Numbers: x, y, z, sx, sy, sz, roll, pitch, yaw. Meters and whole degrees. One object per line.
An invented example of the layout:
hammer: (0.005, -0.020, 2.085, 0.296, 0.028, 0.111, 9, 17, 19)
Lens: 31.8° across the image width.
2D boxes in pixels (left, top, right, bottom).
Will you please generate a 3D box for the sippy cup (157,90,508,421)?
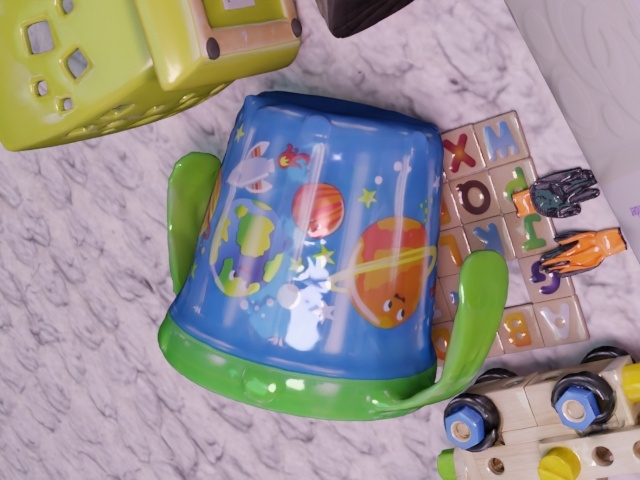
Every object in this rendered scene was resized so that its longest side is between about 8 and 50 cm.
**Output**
sippy cup: (0.000, 0.000, 0.920, 0.305, 0.240, 0.224, 12, 101, 6)

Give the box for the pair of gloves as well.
pair of gloves: (0.198, -0.014, 0.899, 0.074, 0.010, 0.083, -22, 90, 26)

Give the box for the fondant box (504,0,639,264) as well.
fondant box: (0.229, -0.125, 0.713, 0.330, 0.096, 0.238, 62, 171, 2)

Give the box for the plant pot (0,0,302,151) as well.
plant pot: (-0.156, -0.217, 0.964, 0.207, 0.227, 0.228, -10, 98, 31)

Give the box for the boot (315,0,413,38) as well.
boot: (-0.010, -0.334, 0.785, 0.138, 0.377, 0.284, -29, 79, -6)

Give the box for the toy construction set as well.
toy construction set: (0.205, 0.205, 0.887, 0.327, 0.151, 0.215, -19, 94, 23)

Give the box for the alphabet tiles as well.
alphabet tiles: (0.099, 0.014, 0.985, 0.237, 0.009, 0.198, -16, 95, 37)
